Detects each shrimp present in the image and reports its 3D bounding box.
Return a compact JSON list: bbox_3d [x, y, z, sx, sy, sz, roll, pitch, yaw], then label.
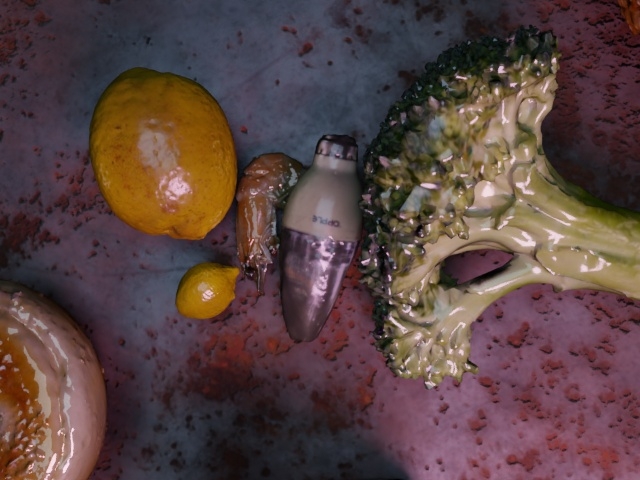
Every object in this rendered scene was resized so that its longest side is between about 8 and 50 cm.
[{"bbox_3d":[-0.059,-0.020,0.959,0.099,0.041,0.180,8,83,-7],"label":"shrimp"}]

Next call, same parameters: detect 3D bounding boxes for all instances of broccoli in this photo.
[{"bbox_3d":[0.234,-0.056,0.829,0.397,0.275,0.353,-6,126,13],"label":"broccoli"}]

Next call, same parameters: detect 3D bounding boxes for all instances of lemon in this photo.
[{"bbox_3d":[-0.137,0.059,0.943,0.092,0.065,0.065,-35,80,3],"label":"lemon"},{"bbox_3d":[-0.184,-0.100,0.918,0.170,0.170,0.207,-10,86,6],"label":"lemon"}]

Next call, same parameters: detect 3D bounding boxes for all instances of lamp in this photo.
[{"bbox_3d":[0.000,0.000,0.908,0.101,0.101,0.250,11,95,9],"label":"lamp"}]

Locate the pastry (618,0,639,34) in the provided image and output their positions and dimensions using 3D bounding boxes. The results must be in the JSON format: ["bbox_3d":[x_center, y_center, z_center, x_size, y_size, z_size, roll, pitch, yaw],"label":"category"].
[{"bbox_3d":[0.410,-0.341,0.772,0.245,0.409,0.409,-5,82,25],"label":"pastry"}]

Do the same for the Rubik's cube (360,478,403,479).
[{"bbox_3d":[-0.016,0.389,0.792,0.248,0.250,0.246,-4,82,9],"label":"Rubik's cube"}]

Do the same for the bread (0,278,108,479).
[{"bbox_3d":[-0.384,0.189,0.910,0.306,0.159,0.305,-1,86,10],"label":"bread"}]
